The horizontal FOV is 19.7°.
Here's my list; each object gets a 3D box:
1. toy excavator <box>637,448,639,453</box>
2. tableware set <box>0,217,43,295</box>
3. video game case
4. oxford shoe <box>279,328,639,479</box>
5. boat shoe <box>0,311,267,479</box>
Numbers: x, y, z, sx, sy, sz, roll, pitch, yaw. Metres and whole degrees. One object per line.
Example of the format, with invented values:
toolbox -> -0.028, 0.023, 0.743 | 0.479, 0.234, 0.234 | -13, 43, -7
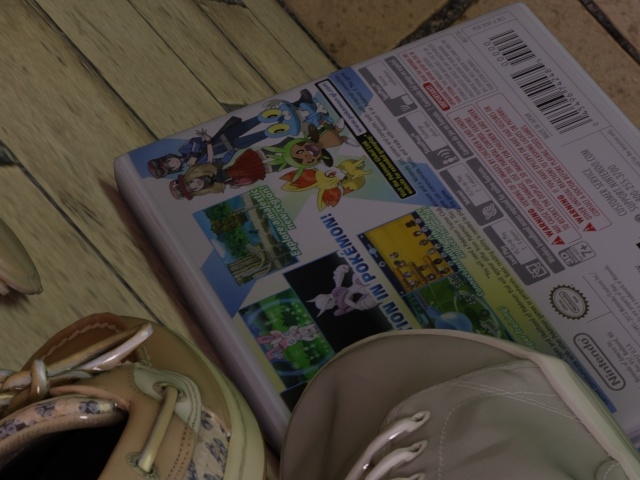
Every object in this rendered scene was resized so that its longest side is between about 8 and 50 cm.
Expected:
toy excavator -> 0.314, 0.138, 1.095 | 0.222, 0.445, 0.433 | 35, 16, -51
tableware set -> -0.187, -0.022, 0.814 | 0.141, 0.020, 0.169 | 50, 9, 1
video game case -> 0.077, 0.010, 1.095 | 0.329, 0.300, 0.036 | 56, -20, 36
oxford shoe -> 0.056, 0.134, 0.760 | 0.130, 0.169, 0.449 | 18, 10, -22
boat shoe -> -0.080, 0.090, 0.587 | 0.089, 0.104, 0.285 | 47, 10, -23
